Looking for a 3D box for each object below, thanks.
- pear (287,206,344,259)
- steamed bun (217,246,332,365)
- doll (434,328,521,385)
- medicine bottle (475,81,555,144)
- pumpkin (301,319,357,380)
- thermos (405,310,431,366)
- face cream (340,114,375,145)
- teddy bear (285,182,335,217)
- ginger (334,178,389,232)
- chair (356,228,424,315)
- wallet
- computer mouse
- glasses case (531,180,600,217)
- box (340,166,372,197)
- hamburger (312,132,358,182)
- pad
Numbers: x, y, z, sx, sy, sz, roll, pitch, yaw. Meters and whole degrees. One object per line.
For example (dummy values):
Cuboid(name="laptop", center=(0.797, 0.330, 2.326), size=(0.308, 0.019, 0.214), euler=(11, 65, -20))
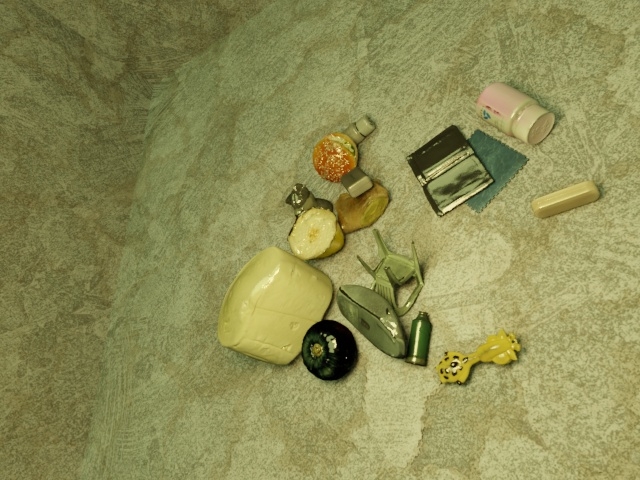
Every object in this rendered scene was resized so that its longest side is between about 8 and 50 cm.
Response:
Cuboid(name="pear", center=(0.001, 0.001, 1.939), size=(0.267, 0.178, 0.266), euler=(-18, 54, 27))
Cuboid(name="steamed bun", center=(-0.205, 0.260, 1.862), size=(0.455, 0.371, 0.290), euler=(-57, 33, 4))
Cuboid(name="doll", center=(0.503, 0.380, 1.451), size=(0.291, 0.086, 0.117), euler=(-34, 58, 24))
Cuboid(name="medicine bottle", center=(0.701, -0.460, 1.627), size=(0.152, 0.152, 0.254), euler=(-46, 50, 12))
Cuboid(name="pumpkin", center=(0.034, 0.425, 1.741), size=(0.233, 0.163, 0.232), euler=(-12, 69, 33))
Cuboid(name="thermos", center=(0.353, 0.347, 1.598), size=(0.073, 0.083, 0.187), euler=(9, 73, 18))
Cuboid(name="face cream", center=(0.118, -0.472, 2.134), size=(0.315, 0.089, 0.143), euler=(-32, 54, 32))
Cuboid(name="teddy bear", center=(-0.072, -0.153, 2.049), size=(0.171, 0.251, 0.144), euler=(-3, 67, 52))
Cuboid(name="ginger", center=(0.167, -0.156, 1.923), size=(0.275, 0.130, 0.221), euler=(-53, 42, 1))
Cuboid(name="chair", center=(0.258, 0.129, 1.687), size=(0.204, 0.274, 0.190), euler=(21, 60, 43))
Cuboid(name="wallet", center=(0.494, -0.278, 1.763), size=(0.247, 0.041, 0.322), euler=(-35, 56, 22))
Cuboid(name="computer mouse", center=(0.204, 0.280, 1.649), size=(0.114, 0.203, 0.374), euler=(-27, 45, -26))
Cuboid(name="glasses case", center=(0.791, -0.131, 1.455), size=(0.197, 0.083, 0.050), euler=(-21, 60, 28))
Cuboid(name="box", center=(0.148, -0.248, 1.890), size=(0.103, 0.055, 0.243), euler=(-33, 19, 6))
Cuboid(name="hamburger", center=(0.067, -0.376, 2.051), size=(0.237, 0.147, 0.236), euler=(6, 106, 24))
Cuboid(name="pad", center=(0.602, -0.270, 1.711), size=(0.269, 0.012, 0.269), euler=(-50, 49, 9))
